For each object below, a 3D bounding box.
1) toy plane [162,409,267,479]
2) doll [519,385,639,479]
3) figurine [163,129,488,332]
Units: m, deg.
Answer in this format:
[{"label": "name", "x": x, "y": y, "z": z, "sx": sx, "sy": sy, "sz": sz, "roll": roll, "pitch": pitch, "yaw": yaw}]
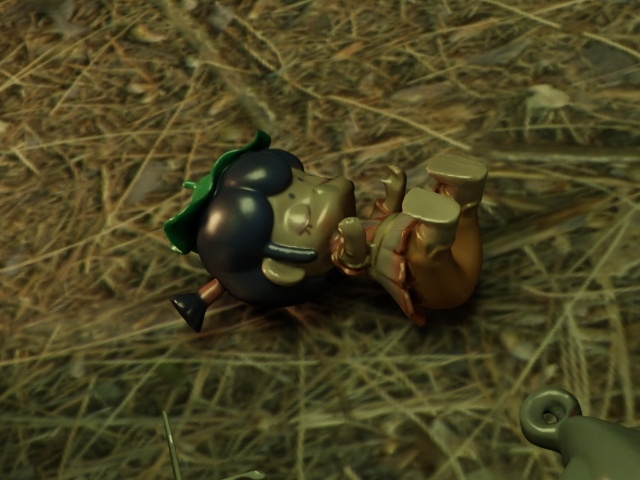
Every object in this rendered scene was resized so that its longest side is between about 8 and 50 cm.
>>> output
[{"label": "toy plane", "x": -0.053, "y": 0.200, "z": 0.959, "sx": 0.160, "sy": 0.082, "sz": 0.234, "roll": -11, "pitch": 56, "yaw": -7}, {"label": "doll", "x": 0.183, "y": 0.175, "z": 0.873, "sx": 0.145, "sy": 0.103, "sz": 0.316, "roll": -44, "pitch": 54, "yaw": 6}, {"label": "figurine", "x": 0.000, "y": 0.000, "z": 1.130, "sx": 0.195, "sy": 0.102, "sz": 0.111, "roll": 11, "pitch": 37, "yaw": 26}]
